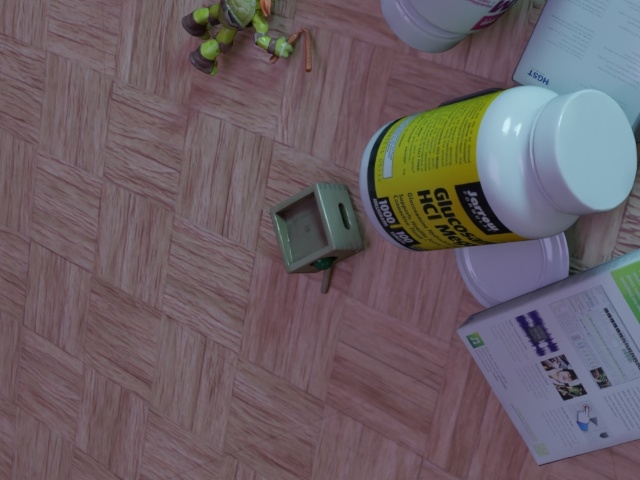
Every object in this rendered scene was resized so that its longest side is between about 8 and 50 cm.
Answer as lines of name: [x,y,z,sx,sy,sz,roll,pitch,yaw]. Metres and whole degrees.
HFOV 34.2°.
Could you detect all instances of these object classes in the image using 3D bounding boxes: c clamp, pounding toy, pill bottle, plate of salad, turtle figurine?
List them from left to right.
turtle figurine: [-0.127,-0.352,1.659,0.217,0.087,0.269,-30,81,39]
pounding toy: [0.000,0.000,1.644,0.130,0.100,0.141,-27,72,39]
pill bottle: [0.196,-0.361,1.309,0.160,0.160,0.283,65,151,8]
c clamp: [0.227,-0.142,1.465,0.161,0.022,0.137,-5,97,39]
pill bottle: [0.216,-0.089,1.307,0.334,0.188,0.188,-8,95,54]
plate of salad: [0.268,0.014,1.451,0.200,0.048,0.199,18,114,46]

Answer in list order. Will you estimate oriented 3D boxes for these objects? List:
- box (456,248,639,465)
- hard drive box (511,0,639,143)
box: [0.367,0.155,1.366,0.322,0.058,0.232,-26,98,41]
hard drive box: [0.370,-0.262,1.280,0.181,0.089,0.232,37,120,27]
